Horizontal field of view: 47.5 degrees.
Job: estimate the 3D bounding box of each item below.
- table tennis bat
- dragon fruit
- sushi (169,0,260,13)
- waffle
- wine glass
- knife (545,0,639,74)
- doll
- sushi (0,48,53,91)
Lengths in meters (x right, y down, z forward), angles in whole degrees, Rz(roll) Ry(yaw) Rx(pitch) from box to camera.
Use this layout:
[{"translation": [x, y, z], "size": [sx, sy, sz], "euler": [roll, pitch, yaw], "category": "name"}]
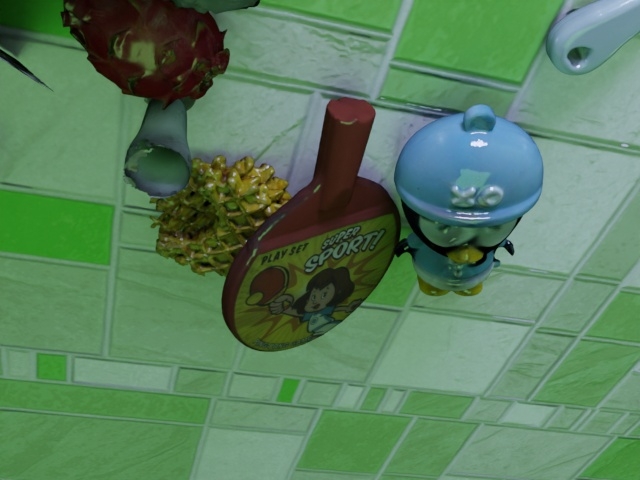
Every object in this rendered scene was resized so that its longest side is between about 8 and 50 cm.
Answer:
[{"translation": [0.000, 0.000, 0.936], "size": [0.268, 0.051, 0.414], "euler": [-17, 141, -29], "category": "table tennis bat"}, {"translation": [-0.176, -0.207, 0.735], "size": [0.166, 0.133, 0.136], "euler": [15, 89, -19], "category": "dragon fruit"}, {"translation": [-0.183, -0.303, 0.568], "size": [0.350, 0.211, 0.170], "euler": [13, 88, -7], "category": "sushi"}, {"translation": [-0.124, -0.023, 0.954], "size": [0.197, 0.070, 0.193], "euler": [3, 135, -7], "category": "waffle"}, {"translation": [-0.172, -0.121, 0.792], "size": [0.072, 0.155, 0.072], "euler": [-3, 135, -3], "category": "wine glass"}, {"translation": [0.398, -0.278, 0.768], "size": [0.331, 0.044, 0.080], "euler": [-30, 129, 19], "category": "knife"}, {"translation": [0.179, -0.043, 0.910], "size": [0.177, 0.141, 0.314], "euler": [-1, 138, 2], "category": "doll"}, {"translation": [-0.346, -0.235, 0.623], "size": [0.264, 0.290, 0.050], "euler": [34, 91, -31], "category": "sushi"}]
